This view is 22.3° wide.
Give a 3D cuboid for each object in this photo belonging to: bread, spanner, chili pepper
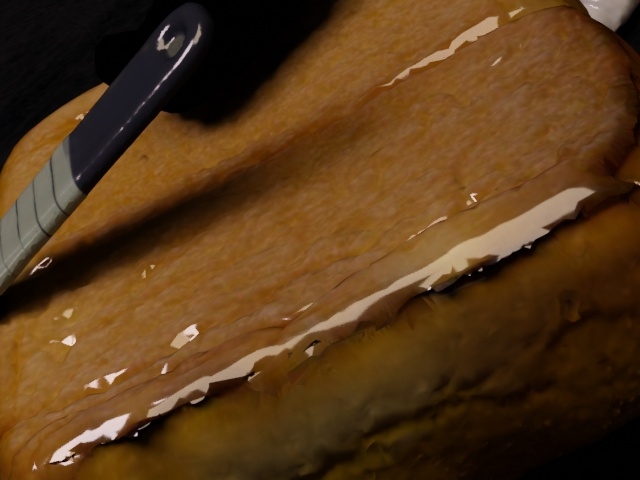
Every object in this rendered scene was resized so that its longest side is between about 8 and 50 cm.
[{"bbox_3d":[0.003,0.006,0.780,0.337,0.148,0.328,-28,34,3],"label":"bread"},{"bbox_3d":[-0.146,0.016,0.737,0.316,0.024,0.087,-47,32,20],"label":"spanner"},{"bbox_3d":[-0.030,-0.145,0.806,0.072,0.073,0.204,24,71,31],"label":"chili pepper"}]

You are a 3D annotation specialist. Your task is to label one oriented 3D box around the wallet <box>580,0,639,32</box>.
[{"bbox_3d":[0.160,-0.184,1.000,0.124,0.032,0.183,8,50,39],"label":"wallet"}]
